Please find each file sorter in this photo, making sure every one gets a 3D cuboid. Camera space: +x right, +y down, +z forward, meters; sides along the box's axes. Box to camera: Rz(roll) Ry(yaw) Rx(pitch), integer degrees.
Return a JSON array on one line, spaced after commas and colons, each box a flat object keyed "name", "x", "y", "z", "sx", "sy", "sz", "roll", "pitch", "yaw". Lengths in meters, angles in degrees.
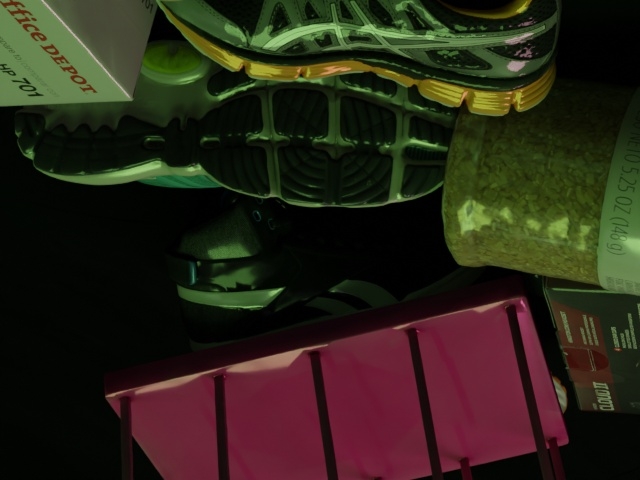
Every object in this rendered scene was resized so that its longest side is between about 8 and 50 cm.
[{"name": "file sorter", "x": 0.027, "y": 0.183, "z": 1.127, "sx": 0.291, "sy": 0.182, "sz": 0.202, "roll": -14, "pitch": 142, "yaw": 8}]

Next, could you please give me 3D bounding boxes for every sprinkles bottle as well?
[{"name": "sprinkles bottle", "x": 0.249, "y": -0.014, "z": 0.891, "sx": 0.355, "sy": 0.121, "sz": 0.121, "roll": 10, "pitch": 158, "yaw": 20}]

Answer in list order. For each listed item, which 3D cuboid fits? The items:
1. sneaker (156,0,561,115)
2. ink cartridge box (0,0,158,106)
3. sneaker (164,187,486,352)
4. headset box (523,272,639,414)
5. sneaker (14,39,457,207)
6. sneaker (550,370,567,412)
[{"name": "sneaker", "x": 0.022, "y": -0.129, "z": 0.846, "sx": 0.215, "sy": 0.084, "sz": 0.083, "roll": 8, "pitch": 143, "yaw": -4}, {"name": "ink cartridge box", "x": -0.204, "y": -0.138, "z": 0.899, "sx": 0.191, "sy": 0.082, "sz": 0.139, "roll": 1, "pitch": 155, "yaw": 23}, {"name": "sneaker", "x": 0.000, "y": 0.000, "z": 1.135, "sx": 0.217, "sy": 0.079, "sz": 0.121, "roll": -18, "pitch": 111, "yaw": -1}, {"name": "headset box", "x": 0.272, "y": 0.033, "z": 1.054, "sx": 0.293, "sy": 0.110, "sz": 0.218, "roll": 2, "pitch": 155, "yaw": 17}, {"name": "sneaker", "x": -0.045, "y": -0.073, "z": 0.995, "sx": 0.275, "sy": 0.107, "sz": 0.110, "roll": 6, "pitch": 176, "yaw": 20}, {"name": "sneaker", "x": 0.064, "y": 0.109, "z": 1.271, "sx": 0.262, "sy": 0.121, "sz": 0.099, "roll": 23, "pitch": -179, "yaw": -19}]
